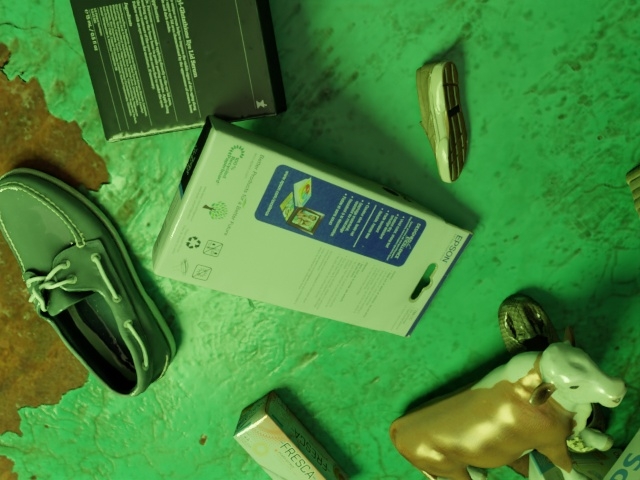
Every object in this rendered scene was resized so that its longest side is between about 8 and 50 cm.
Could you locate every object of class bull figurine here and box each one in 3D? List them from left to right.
[{"bbox_3d":[0.232,0.227,0.635,0.188,0.101,0.310,48,128,-11],"label":"bull figurine"}]

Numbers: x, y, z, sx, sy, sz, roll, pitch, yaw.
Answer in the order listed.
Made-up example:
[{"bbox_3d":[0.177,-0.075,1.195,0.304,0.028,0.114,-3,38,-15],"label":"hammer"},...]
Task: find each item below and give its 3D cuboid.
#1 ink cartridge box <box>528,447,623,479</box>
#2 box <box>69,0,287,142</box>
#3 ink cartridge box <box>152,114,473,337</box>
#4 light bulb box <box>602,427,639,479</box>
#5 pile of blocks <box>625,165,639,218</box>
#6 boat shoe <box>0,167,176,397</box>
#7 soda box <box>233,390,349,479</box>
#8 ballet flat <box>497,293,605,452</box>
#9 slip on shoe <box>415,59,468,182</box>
[{"bbox_3d":[0.363,0.342,0.696,0.143,0.092,0.090,-5,106,3],"label":"ink cartridge box"},{"bbox_3d":[-0.149,-0.249,0.541,0.184,0.103,0.261,-7,106,8],"label":"box"},{"bbox_3d":[0.000,0.000,0.591,0.332,0.065,0.165,20,109,-26],"label":"ink cartridge box"},{"bbox_3d":[0.472,0.297,0.467,0.225,0.361,0.358,44,77,-2],"label":"light bulb box"},{"bbox_3d":[0.490,-0.115,0.518,0.112,0.149,0.362,42,105,-10],"label":"pile of blocks"},{"bbox_3d":[-0.297,0.055,0.644,0.116,0.099,0.319,-28,103,12],"label":"boat shoe"},{"bbox_3d":[-0.037,0.301,0.726,0.063,0.058,0.183,-36,101,13],"label":"soda box"},{"bbox_3d":[0.298,0.181,0.668,0.084,0.058,0.250,-26,104,11],"label":"ballet flat"},{"bbox_3d":[0.134,-0.132,0.593,0.041,0.051,0.135,9,123,42],"label":"slip on shoe"}]
